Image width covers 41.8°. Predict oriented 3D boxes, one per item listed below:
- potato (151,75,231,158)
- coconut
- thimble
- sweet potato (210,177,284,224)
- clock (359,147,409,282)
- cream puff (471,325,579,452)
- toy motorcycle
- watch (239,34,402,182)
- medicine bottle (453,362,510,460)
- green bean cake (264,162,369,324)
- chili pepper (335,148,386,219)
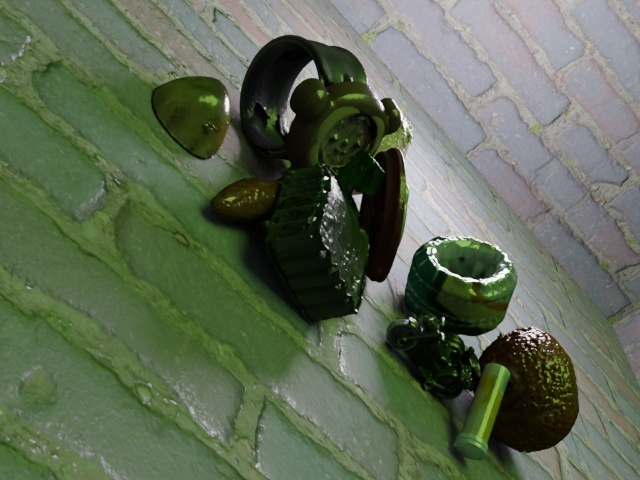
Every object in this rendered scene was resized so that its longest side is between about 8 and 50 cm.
[{"bbox_3d":[-0.240,-0.275,1.706,0.182,0.117,0.202,44,24,-14],"label":"potato"},{"bbox_3d":[0.115,-0.235,2.220,0.233,0.245,0.233,22,-8,3],"label":"coconut"},{"bbox_3d":[0.358,0.108,2.121,0.254,0.167,0.288,35,36,32],"label":"thimble"},{"bbox_3d":[-0.135,-0.074,1.648,0.097,0.097,0.251,56,25,8],"label":"sweet potato"},{"bbox_3d":[0.152,-0.058,1.956,0.080,0.319,0.318,9,34,-8],"label":"clock"},{"bbox_3d":[0.483,0.364,2.034,0.212,0.303,0.303,-1,50,-24],"label":"cream puff"},{"bbox_3d":[0.272,0.247,1.944,0.275,0.127,0.205,50,24,-17],"label":"toy motorcycle"},{"bbox_3d":[-0.042,-0.282,1.907,0.314,0.335,0.327,2,33,-45],"label":"watch"},{"bbox_3d":[0.365,0.379,1.870,0.074,0.074,0.218,45,52,-21],"label":"medicine bottle"},{"bbox_3d":[0.000,0.000,1.654,0.255,0.132,0.241,-80,148,-47],"label":"green bean cake"},{"bbox_3d":[0.047,-0.079,1.835,0.099,0.253,0.083,32,6,-7],"label":"chili pepper"}]
